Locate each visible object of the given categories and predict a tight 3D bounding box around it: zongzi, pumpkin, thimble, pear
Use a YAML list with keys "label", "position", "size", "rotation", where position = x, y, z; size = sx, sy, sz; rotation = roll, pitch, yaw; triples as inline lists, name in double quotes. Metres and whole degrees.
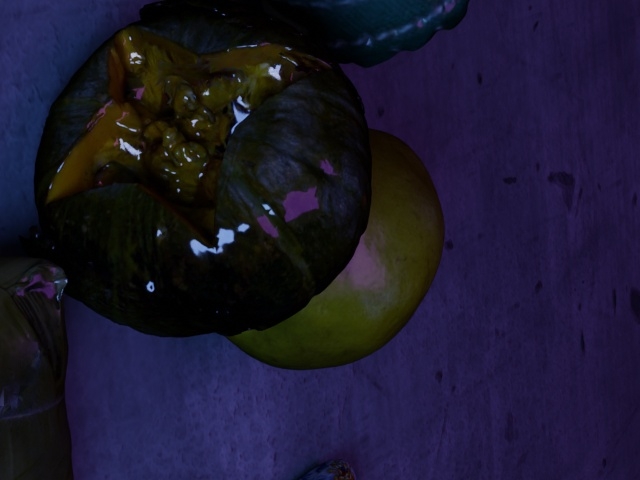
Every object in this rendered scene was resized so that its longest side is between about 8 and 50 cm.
- label: "zongzi"
  position: [-0.304, 0.183, 1.020]
  size: [0.274, 0.145, 0.300]
  rotation: [-30, 123, -47]
- label: "pumpkin"
  position: [-0.101, -0.060, 1.151]
  size: [0.192, 0.320, 0.320]
  rotation: [60, 45, -56]
- label: "thimble"
  position: [0.053, -0.326, 1.397]
  size: [0.288, 0.254, 0.167]
  rotation: [-61, 139, -34]
- label: "pear"
  position: [0.000, 0.000, 1.365]
  size: [0.307, 0.253, 0.253]
  rotation: [-51, 133, -57]

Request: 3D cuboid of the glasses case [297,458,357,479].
- label: "glasses case"
  position: [-0.033, 0.338, 1.490]
  size: [0.248, 0.065, 0.087]
  rotation: [-35, 122, -49]
